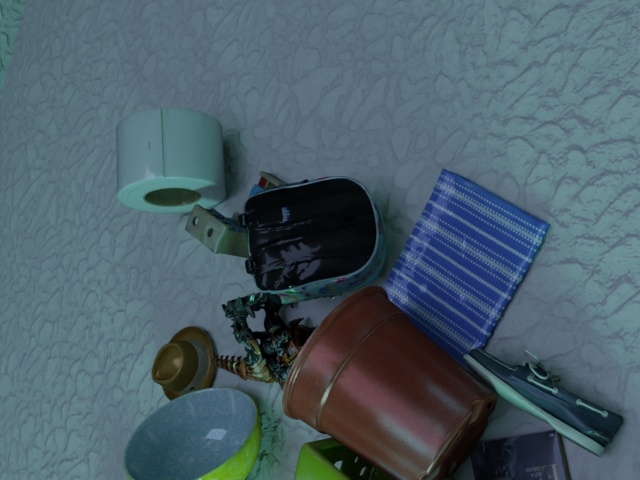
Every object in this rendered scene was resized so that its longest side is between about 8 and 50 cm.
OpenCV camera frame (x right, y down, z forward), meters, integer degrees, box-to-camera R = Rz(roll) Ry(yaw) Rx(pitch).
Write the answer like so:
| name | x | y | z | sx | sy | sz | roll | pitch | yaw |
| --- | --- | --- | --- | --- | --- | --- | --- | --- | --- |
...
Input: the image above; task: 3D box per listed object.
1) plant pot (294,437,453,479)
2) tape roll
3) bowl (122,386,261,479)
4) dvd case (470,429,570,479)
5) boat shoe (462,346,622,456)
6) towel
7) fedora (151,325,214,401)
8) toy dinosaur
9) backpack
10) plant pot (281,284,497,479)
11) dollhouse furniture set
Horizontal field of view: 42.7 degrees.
| name | x | y | z | sx | sy | sz | roll | pitch | yaw |
| --- | --- | --- | --- | --- | --- | --- | --- | --- | --- |
| plant pot | 0.083 | 0.473 | 1.378 | 0.228 | 0.227 | 0.207 | 31 | 108 | 41 |
| tape roll | -0.342 | -0.176 | 1.873 | 0.246 | 0.246 | 0.169 | -17 | 70 | 38 |
| bowl | -0.241 | 0.454 | 1.684 | 0.289 | 0.289 | 0.156 | 7 | 126 | 42 |
| dvd case | 0.327 | 0.425 | 1.304 | 0.165 | 0.018 | 0.221 | -22 | 68 | 36 |
| boat shoe | 0.341 | 0.233 | 1.274 | 0.254 | 0.095 | 0.079 | 32 | 82 | 33 |
| towel | 0.228 | 0.065 | 1.454 | 0.243 | 0.040 | 0.336 | 36 | 105 | 39 |
| fedora | -0.326 | 0.286 | 1.871 | 0.194 | 0.079 | 0.194 | -10 | 75 | 41 |
| toy dinosaur | -0.108 | 0.214 | 1.657 | 0.322 | 0.164 | 0.218 | -17 | 86 | 16 |
| backpack | 0.000 | 0.000 | 1.554 | 0.254 | 0.191 | 0.225 | -15 | 69 | 15 |
| plant pot | 0.125 | 0.258 | 1.341 | 0.265 | 0.272 | 0.272 | 34 | 104 | 26 |
| dollhouse furniture set | -0.183 | -0.072 | 1.785 | 0.129 | 0.129 | 0.183 | 34 | 104 | 41 |
